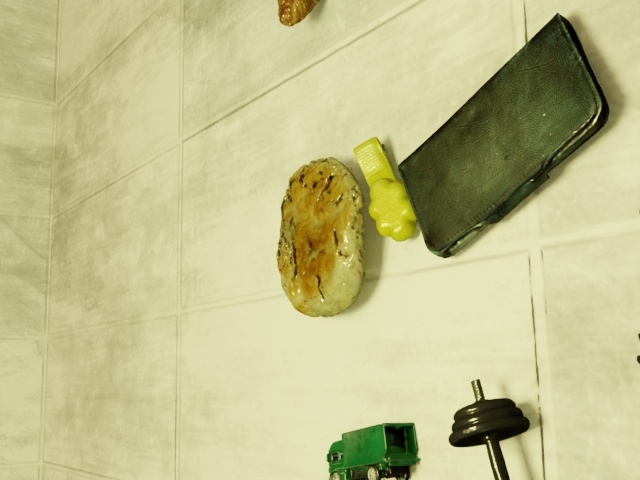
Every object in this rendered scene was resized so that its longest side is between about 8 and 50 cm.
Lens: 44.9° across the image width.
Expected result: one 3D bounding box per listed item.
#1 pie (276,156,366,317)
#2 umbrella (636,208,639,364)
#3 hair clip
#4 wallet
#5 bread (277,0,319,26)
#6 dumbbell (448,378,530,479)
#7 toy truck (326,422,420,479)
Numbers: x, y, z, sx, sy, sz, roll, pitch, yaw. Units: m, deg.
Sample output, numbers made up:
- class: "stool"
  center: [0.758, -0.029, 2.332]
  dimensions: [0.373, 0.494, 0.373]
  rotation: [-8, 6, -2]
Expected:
- class: "pie"
  center: [0.000, 0.000, 1.242]
  dimensions: [0.274, 0.055, 0.274]
  rotation: [-5, 84, 63]
- class: "umbrella"
  center: [0.345, 0.124, 0.717]
  dimensions: [0.118, 0.118, 0.340]
  rotation: [-25, 63, 51]
- class: "hair clip"
  center: [0.098, -0.076, 1.140]
  dimensions: [0.072, 0.046, 0.173]
  rotation: [-30, 56, 23]
- class: "wallet"
  center: [0.221, -0.118, 0.977]
  dimensions: [0.318, 0.045, 0.173]
  rotation: [-46, 47, 42]
- class: "bread"
  center: [-0.028, -0.479, 1.358]
  dimensions: [0.104, 0.076, 0.233]
  rotation: [5, 82, 43]
- class: "dumbbell"
  center: [0.206, 0.262, 0.894]
  dimensions: [0.099, 0.099, 0.209]
  rotation: [-40, 53, 45]
- class: "toy truck"
  center: [0.070, 0.312, 1.110]
  dimensions: [0.147, 0.065, 0.079]
  rotation: [-33, 57, 48]
